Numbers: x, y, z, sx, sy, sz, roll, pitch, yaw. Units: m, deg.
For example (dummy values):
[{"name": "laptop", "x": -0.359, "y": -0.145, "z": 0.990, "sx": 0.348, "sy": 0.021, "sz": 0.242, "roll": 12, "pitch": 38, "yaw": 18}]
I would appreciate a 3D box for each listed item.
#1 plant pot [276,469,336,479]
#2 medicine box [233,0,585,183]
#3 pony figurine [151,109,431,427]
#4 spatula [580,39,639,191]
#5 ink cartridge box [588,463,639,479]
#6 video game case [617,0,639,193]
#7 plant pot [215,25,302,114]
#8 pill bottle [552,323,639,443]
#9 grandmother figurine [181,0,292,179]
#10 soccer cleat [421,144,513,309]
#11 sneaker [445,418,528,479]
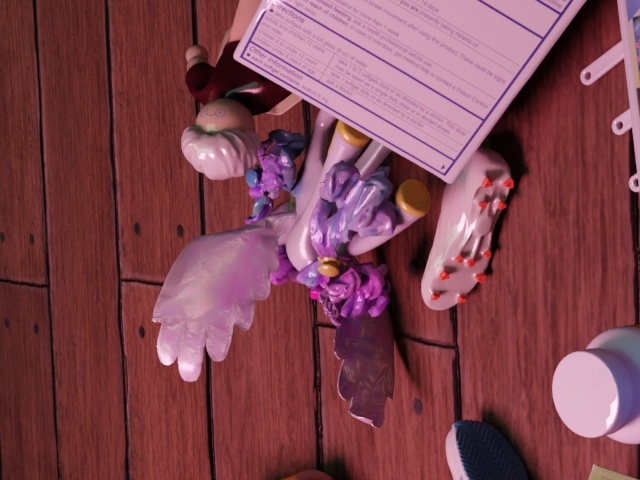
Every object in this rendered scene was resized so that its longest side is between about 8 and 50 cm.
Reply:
[{"name": "plant pot", "x": -0.051, "y": 0.391, "z": 1.637, "sx": 0.188, "sy": 0.205, "sz": 0.205, "roll": -41, "pitch": 61, "yaw": 29}, {"name": "medicine box", "x": 0.100, "y": -0.250, "z": 1.271, "sx": 0.263, "sy": 0.149, "sz": 0.289, "roll": 30, "pitch": 131, "yaw": -4}, {"name": "pony figurine", "x": 0.000, "y": 0.000, "z": 1.489, "sx": 0.363, "sy": 0.302, "sz": 0.351, "roll": -51, "pitch": 23, "yaw": 47}, {"name": "spatula", "x": 0.346, "y": -0.160, "z": 1.183, "sx": 0.242, "sy": 0.019, "sz": 0.168, "roll": -40, "pitch": 67, "yaw": 49}, {"name": "ink cartridge box", "x": 0.282, "y": 0.334, "z": 1.242, "sx": 0.109, "sy": 0.062, "sz": 0.209, "roll": 18, "pitch": 112, "yaw": 13}, {"name": "video game case", "x": 0.387, "y": -0.204, "z": 1.080, "sx": 0.300, "sy": 0.036, "sz": 0.329, "roll": -8, "pitch": 88, "yaw": 46}, {"name": "plant pot", "x": -0.072, "y": -0.235, "z": 1.659, "sx": 0.109, "sy": 0.109, "sz": 0.096, "roll": -30, "pitch": 58, "yaw": 50}, {"name": "pill bottle", "x": 0.295, "y": 0.124, "z": 1.139, "sx": 0.103, "sy": 0.184, "sz": 0.103, "roll": 7, "pitch": 99, "yaw": 52}, {"name": "grandmother figurine", "x": -0.081, "y": -0.218, "z": 1.516, "sx": 0.207, "sy": 0.104, "sz": 0.342, "roll": -8, "pitch": 53, "yaw": 39}, {"name": "soccer cleat", "x": 0.157, "y": -0.014, "z": 1.413, "sx": 0.076, "sy": 0.068, "sz": 0.196, "roll": -121, "pitch": 43, "yaw": -52}, {"name": "sneaker", "x": 0.185, "y": 0.305, "z": 1.389, "sx": 0.092, "sy": 0.087, "sz": 0.229, "roll": -47, "pitch": 56, "yaw": 46}]
